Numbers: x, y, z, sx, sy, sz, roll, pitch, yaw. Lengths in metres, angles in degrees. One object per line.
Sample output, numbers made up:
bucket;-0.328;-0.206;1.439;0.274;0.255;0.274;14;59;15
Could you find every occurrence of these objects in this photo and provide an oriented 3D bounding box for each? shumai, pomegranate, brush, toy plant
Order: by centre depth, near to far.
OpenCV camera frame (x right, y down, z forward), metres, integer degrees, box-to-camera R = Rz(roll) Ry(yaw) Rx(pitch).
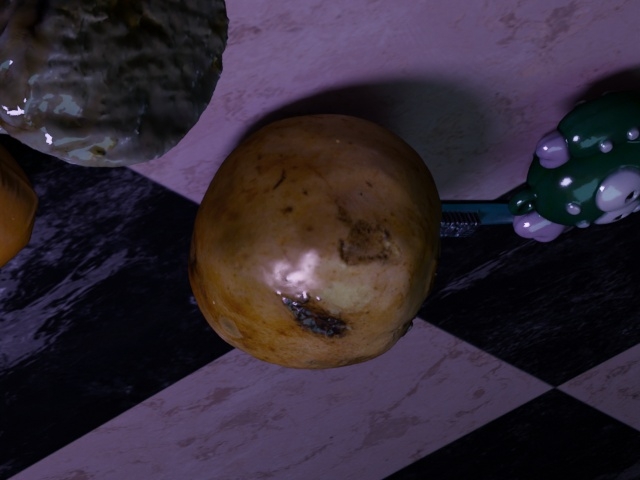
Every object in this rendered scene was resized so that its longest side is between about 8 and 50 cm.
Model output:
shumai;-0.202;-0.162;1.363;0.218;0.256;0.189;-2;141;31
pomegranate;0.000;0.000;1.802;0.260;0.260;0.260;-17;154;-9
toy plant;0.309;-0.083;2.008;0.243;0.112;0.232;-14;149;-27
brush;0.183;-0.022;2.123;0.193;0.032;0.043;0;147;-35

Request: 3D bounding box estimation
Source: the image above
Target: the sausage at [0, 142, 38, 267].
sausage;-0.346;-0.079;1.515;0.134;0.116;0.354;-11;153;12
